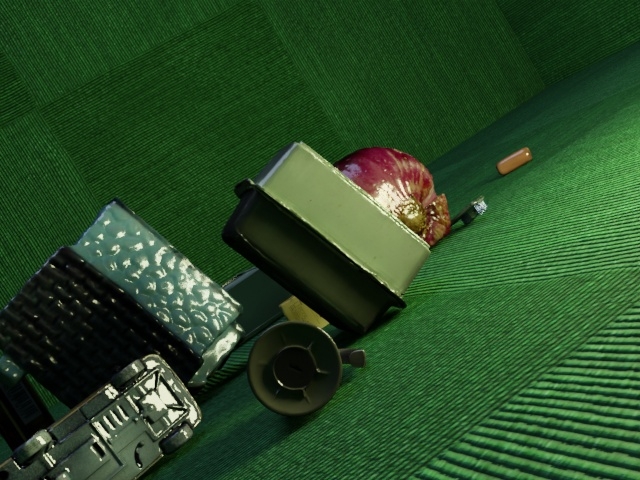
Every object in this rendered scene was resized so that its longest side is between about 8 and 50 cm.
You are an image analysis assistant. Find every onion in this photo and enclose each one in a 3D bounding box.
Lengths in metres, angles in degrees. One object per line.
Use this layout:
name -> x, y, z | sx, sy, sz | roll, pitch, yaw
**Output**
onion -> 0.087, -0.046, 1.698 | 0.272, 0.230, 0.256 | -20, 11, 37

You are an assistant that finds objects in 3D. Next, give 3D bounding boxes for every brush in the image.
brush -> 0.263, -0.040, 1.704 | 0.033, 0.030, 0.178 | -41, -4, -22

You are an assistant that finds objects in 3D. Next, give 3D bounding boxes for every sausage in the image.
sausage -> 0.428, -0.175, 2.042 | 0.083, 0.034, 0.034 | -30, 4, 21

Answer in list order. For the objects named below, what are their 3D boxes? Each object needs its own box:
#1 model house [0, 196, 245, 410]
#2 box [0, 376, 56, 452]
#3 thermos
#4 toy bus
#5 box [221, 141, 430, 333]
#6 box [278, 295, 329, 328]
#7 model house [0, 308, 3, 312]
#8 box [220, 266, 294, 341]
model house -> -0.366, 0.193, 1.598 | 0.297, 0.360, 0.339 | -42, 8, 47
box -> -0.541, 0.331, 1.677 | 0.071, 0.240, 0.159 | -35, 6, -34
thermos -> -0.016, 0.146, 1.098 | 0.137, 0.105, 0.193 | -6, -5, -3
toy bus -> -0.307, 0.285, 1.233 | 0.289, 0.139, 0.157 | -40, 3, -42
box -> 0.000, 0.000, 1.330 | 0.166, 0.290, 0.220 | -53, 7, -9
box -> 0.008, 0.100, 1.548 | 0.149, 0.073, 0.020 | -32, 6, -13
model house -> -0.423, 0.173, 1.927 | 0.242, 0.357, 0.313 | -29, 14, 49
box -> -0.196, 0.163, 2.052 | 0.225, 0.117, 0.225 | -34, 5, -28
